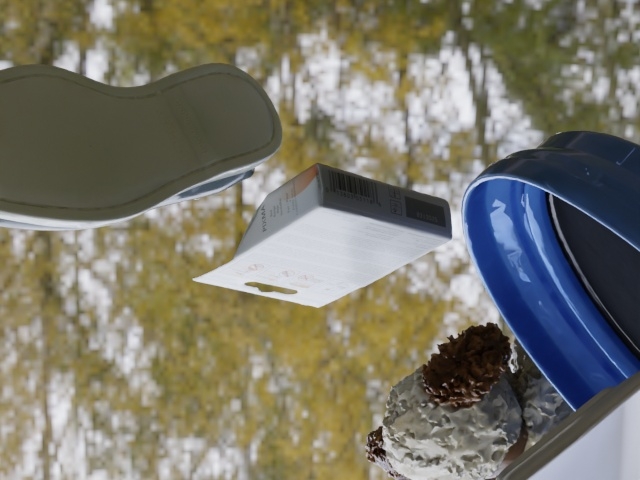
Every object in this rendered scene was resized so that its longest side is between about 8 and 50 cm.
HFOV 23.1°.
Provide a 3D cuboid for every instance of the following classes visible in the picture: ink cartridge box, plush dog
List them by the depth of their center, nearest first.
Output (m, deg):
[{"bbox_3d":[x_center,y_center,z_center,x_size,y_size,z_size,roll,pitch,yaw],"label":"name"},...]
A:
[{"bbox_3d":[0.000,0.000,1.314,0.145,0.045,0.179,14,153,-37],"label":"ink cartridge box"},{"bbox_3d":[0.159,0.169,1.435,0.225,0.262,0.211,3,-132,-26],"label":"plush dog"}]

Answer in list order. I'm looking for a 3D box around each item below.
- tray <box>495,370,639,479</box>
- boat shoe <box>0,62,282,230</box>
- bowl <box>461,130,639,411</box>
[{"bbox_3d":[0.149,0.186,0.927,0.145,0.270,0.030,-35,-130,-24],"label":"tray"},{"bbox_3d":[-0.158,-0.053,1.071,0.099,0.116,0.319,-32,170,38],"label":"boat shoe"},{"bbox_3d":[0.263,0.081,1.144,0.077,0.391,0.391,-40,-142,-13],"label":"bowl"}]
